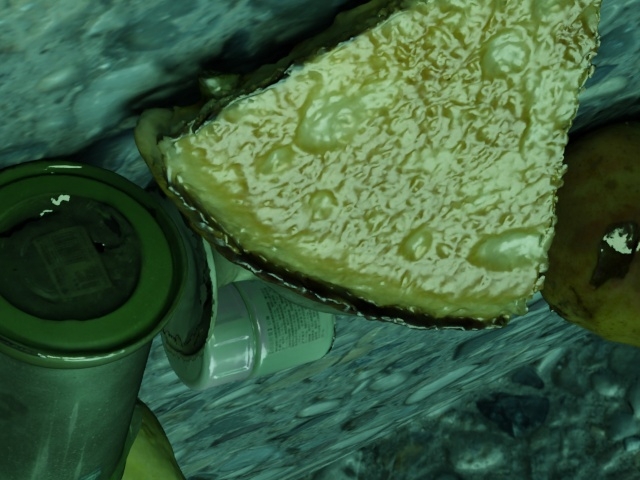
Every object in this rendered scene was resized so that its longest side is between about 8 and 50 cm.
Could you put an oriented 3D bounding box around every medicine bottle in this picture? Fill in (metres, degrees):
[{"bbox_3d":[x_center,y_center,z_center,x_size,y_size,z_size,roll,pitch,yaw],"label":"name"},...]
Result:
[{"bbox_3d":[-0.083,0.092,2.046,0.168,0.135,0.135,-16,164,-28],"label":"medicine bottle"}]

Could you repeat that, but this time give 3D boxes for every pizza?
[{"bbox_3d":[0.033,-0.072,1.538,0.392,0.080,0.435,-8,129,-17],"label":"pizza"}]

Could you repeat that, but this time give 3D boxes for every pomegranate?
[{"bbox_3d":[0.380,-0.015,2.142,0.281,0.281,0.281,-22,165,-6],"label":"pomegranate"}]

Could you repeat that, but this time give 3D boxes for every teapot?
[{"bbox_3d":[-0.265,0.118,1.569,0.270,0.200,0.337,-16,149,-26],"label":"teapot"}]

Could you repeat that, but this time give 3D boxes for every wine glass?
[{"bbox_3d":[-0.001,-0.004,1.749,0.357,0.190,0.190,-10,161,-31],"label":"wine glass"}]

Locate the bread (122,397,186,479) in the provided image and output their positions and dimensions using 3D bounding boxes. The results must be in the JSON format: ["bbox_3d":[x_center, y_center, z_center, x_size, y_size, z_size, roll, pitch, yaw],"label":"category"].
[{"bbox_3d":[-0.287,0.229,1.888,0.237,0.320,0.320,-44,165,-2],"label":"bread"}]
